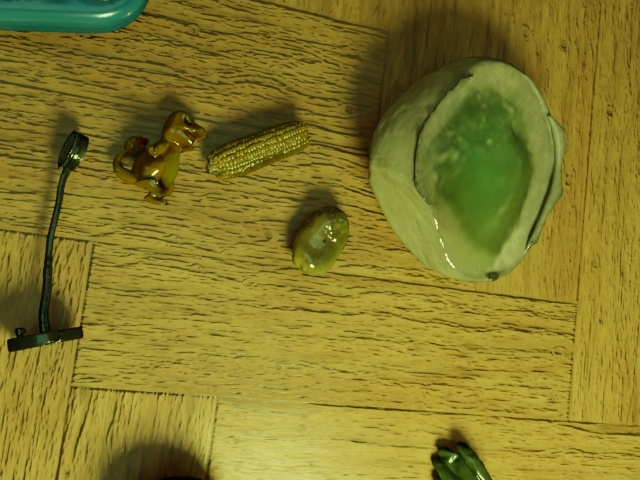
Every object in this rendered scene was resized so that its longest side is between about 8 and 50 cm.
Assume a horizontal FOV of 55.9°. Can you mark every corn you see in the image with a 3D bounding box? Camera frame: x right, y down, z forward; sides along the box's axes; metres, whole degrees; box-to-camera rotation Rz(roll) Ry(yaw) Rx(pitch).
[{"bbox_3d":[-0.112,-0.166,1.105,0.207,0.068,0.068,-23,93,-15],"label":"corn"}]

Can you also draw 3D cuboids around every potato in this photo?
[{"bbox_3d":[0.000,0.000,1.125,0.092,0.070,0.138,38,79,-16],"label":"potato"}]

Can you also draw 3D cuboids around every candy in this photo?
[{"bbox_3d":[0.284,-0.151,1.155,0.386,0.186,0.427,44,74,-18],"label":"candy"}]

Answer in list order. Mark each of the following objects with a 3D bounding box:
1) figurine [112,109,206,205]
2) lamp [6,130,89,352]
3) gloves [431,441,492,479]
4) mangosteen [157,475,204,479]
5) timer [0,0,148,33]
[{"bbox_3d":[-0.285,-0.158,1.054,0.122,0.121,0.176,22,65,14],"label":"figurine"},{"bbox_3d":[-0.421,0.009,1.014,0.109,0.130,0.371,20,67,-36],"label":"lamp"},{"bbox_3d":[0.291,0.524,1.165,0.135,0.107,0.268,-11,87,-47],"label":"gloves"},{"bbox_3d":[-0.230,0.487,0.975,0.210,0.210,0.209,1,86,-16],"label":"mangosteen"},{"bbox_3d":[-0.457,-0.502,1.003,0.340,0.115,0.308,-4,89,-16],"label":"timer"}]
